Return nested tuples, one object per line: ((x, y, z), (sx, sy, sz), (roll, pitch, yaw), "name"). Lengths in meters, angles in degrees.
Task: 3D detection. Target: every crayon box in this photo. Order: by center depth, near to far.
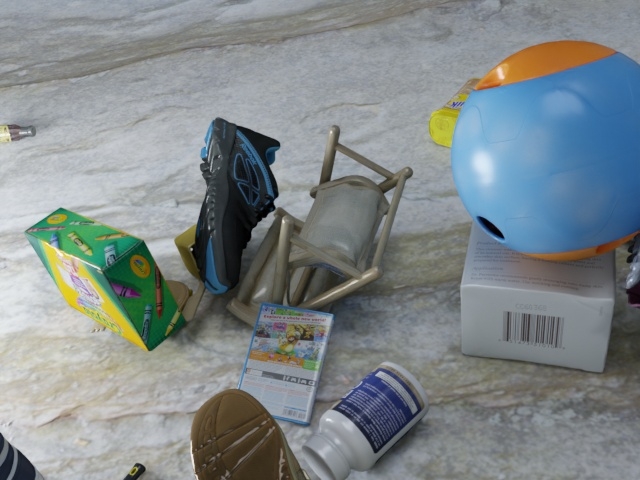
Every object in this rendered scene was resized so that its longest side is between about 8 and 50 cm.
((-0.351, 0.056, 1.260), (0.278, 0.165, 0.081), (17, 47, 45), "crayon box")

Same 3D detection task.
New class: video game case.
((-0.053, 0.180, 1.160), (0.119, 0.015, 0.166), (7, 70, 20), "video game case")

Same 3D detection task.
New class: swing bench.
((0.000, 0.000, 1.266), (0.165, 0.255, 0.253), (29, 46, -7), "swing bench")

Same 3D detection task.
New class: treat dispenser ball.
((0.318, -0.116, 1.036), (0.288, 0.288, 0.288), (-6, 41, 5), "treat dispenser ball")

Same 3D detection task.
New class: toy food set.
((-0.278, 0.118, 1.321), (0.191, 0.039, 0.132), (-8, 34, 19), "toy food set")

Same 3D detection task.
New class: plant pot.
((-0.213, 0.013, 1.392), (0.081, 0.081, 0.083), (-38, 36, -28), "plant pot")

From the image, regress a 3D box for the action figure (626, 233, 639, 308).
((0.590, 0.070, 1.001), (0.370, 0.276, 0.248), (26, 54, 15), "action figure")

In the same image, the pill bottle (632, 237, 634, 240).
((0.544, -0.075, 1.325), (0.087, 0.087, 0.160), (-4, 42, 7), "pill bottle")

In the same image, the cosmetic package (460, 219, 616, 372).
((0.348, 0.001, 1.232), (0.217, 0.156, 0.385), (6, 42, 18), "cosmetic package")

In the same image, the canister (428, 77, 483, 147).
((0.315, -0.260, 1.597), (0.126, 0.073, 0.170), (19, 47, 29), "canister")

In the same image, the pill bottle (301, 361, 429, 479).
((0.058, 0.248, 1.051), (0.169, 0.094, 0.094), (-36, 47, -27), "pill bottle")

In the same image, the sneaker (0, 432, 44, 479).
((-0.498, 0.360, 0.993), (0.099, 0.153, 0.282), (22, 50, 33), "sneaker")

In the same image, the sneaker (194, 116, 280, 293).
((-0.133, -0.064, 1.319), (0.139, 0.125, 0.341), (11, 56, -17), "sneaker")

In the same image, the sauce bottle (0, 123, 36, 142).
((-0.730, -0.251, 1.826), (0.128, 0.042, 0.042), (-6, 41, 8), "sauce bottle")

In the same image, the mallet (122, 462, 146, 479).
((-0.306, 0.369, 1.039), (0.062, 0.039, 0.190), (7, 39, 22), "mallet")

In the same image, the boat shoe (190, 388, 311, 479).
((-0.062, 0.332, 0.972), (0.121, 0.110, 0.341), (-31, 47, -6), "boat shoe")
